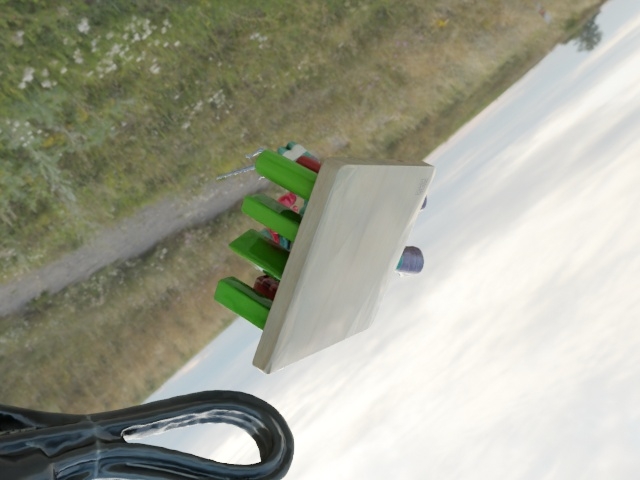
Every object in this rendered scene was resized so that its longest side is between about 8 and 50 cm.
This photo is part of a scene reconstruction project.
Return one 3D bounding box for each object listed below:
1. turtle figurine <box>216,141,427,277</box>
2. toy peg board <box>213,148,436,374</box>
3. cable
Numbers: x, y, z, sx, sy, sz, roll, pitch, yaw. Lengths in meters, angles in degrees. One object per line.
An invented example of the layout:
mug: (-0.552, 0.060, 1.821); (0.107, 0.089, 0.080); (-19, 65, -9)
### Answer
turtle figurine: (0.004, -0.007, 0.653); (0.234, 0.118, 0.175); (-2, 118, -27)
toy peg board: (0.000, 0.000, 0.485); (0.161, 0.079, 0.161); (-11, 126, -57)
cable: (-0.150, 0.120, 0.311); (0.287, 0.139, 0.072); (-2, 136, -48)
